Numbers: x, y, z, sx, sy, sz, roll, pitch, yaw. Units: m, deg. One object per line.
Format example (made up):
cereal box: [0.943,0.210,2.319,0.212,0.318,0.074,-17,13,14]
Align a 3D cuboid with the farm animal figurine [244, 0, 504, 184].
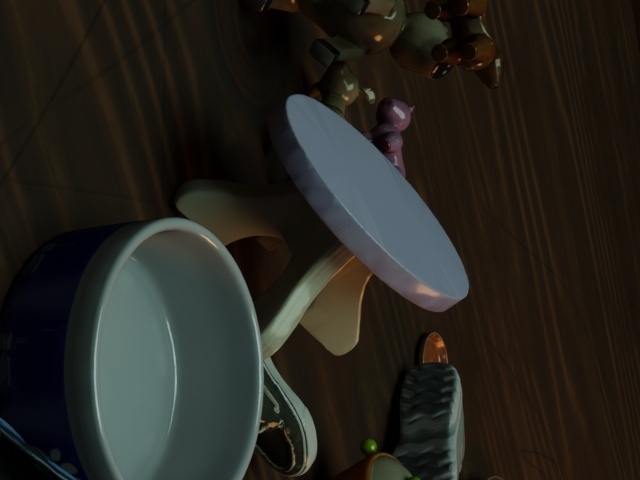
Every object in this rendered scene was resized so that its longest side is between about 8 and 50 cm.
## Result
farm animal figurine: [0.048,-0.215,1.579,0.326,0.330,0.172,56,31,6]

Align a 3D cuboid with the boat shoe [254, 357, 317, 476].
boat shoe: [-0.075,0.158,1.435,0.219,0.078,0.070,63,33,-22]

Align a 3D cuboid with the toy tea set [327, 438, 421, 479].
toy tea set: [0.095,0.386,1.576,0.336,0.124,0.200,56,32,-12]

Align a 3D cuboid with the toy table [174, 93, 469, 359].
toy table: [0.000,0.000,1.429,0.274,0.161,0.252,49,23,-15]

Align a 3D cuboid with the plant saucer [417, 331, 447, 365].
plant saucer: [0.148,0.164,1.919,0.083,0.013,0.083,13,75,-61]

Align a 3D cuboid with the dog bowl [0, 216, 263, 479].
dog bowl: [-0.158,0.115,1.244,0.265,0.104,0.264,18,70,-60]

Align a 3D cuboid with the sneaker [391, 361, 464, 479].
sneaker: [0.139,0.292,1.783,0.115,0.105,0.281,63,36,-43]

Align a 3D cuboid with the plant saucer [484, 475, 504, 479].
plant saucer: [0.231,0.429,2.013,0.199,0.036,0.198,13,75,-61]

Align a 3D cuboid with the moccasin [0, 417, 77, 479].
moccasin: [-0.269,0.140,1.013,0.342,0.117,0.137,39,52,-54]
